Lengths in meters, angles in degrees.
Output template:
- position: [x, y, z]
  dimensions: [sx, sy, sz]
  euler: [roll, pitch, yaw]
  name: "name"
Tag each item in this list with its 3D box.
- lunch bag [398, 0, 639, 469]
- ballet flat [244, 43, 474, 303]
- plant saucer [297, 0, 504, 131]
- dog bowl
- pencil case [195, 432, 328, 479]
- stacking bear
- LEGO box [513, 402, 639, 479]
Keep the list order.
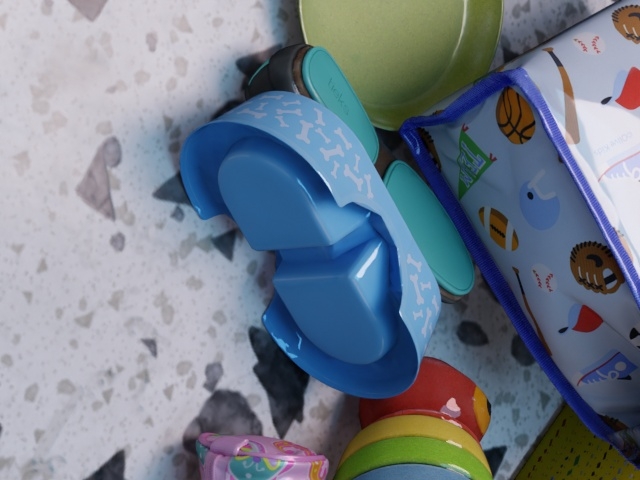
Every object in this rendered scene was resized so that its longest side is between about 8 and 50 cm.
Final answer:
- position: [0.322, -0.027, 1.735]
  dimensions: [0.328, 0.239, 0.385]
  euler: [-29, 93, -30]
  name: "lunch bag"
- position: [0.030, -0.052, 1.695]
  dimensions: [0.280, 0.096, 0.095]
  euler: [55, 38, -19]
  name: "ballet flat"
- position: [0.067, -0.219, 1.745]
  dimensions: [0.241, 0.037, 0.241]
  euler: [-3, 95, -38]
  name: "plant saucer"
- position: [0.000, 0.000, 1.641]
  dimensions: [0.074, 0.166, 0.297]
  euler: [-50, 121, -36]
  name: "dog bowl"
- position: [-0.070, 0.308, 1.631]
  dimensions: [0.124, 0.124, 0.284]
  euler: [11, 89, -37]
  name: "pencil case"
- position: [0.087, 0.216, 1.672]
  dimensions: [0.289, 0.164, 0.175]
  euler: [-85, 156, -52]
  name: "stacking bear"
- position: [0.341, 0.372, 1.900]
  dimensions: [0.500, 0.193, 0.372]
  euler: [-52, 121, -22]
  name: "LEGO box"
